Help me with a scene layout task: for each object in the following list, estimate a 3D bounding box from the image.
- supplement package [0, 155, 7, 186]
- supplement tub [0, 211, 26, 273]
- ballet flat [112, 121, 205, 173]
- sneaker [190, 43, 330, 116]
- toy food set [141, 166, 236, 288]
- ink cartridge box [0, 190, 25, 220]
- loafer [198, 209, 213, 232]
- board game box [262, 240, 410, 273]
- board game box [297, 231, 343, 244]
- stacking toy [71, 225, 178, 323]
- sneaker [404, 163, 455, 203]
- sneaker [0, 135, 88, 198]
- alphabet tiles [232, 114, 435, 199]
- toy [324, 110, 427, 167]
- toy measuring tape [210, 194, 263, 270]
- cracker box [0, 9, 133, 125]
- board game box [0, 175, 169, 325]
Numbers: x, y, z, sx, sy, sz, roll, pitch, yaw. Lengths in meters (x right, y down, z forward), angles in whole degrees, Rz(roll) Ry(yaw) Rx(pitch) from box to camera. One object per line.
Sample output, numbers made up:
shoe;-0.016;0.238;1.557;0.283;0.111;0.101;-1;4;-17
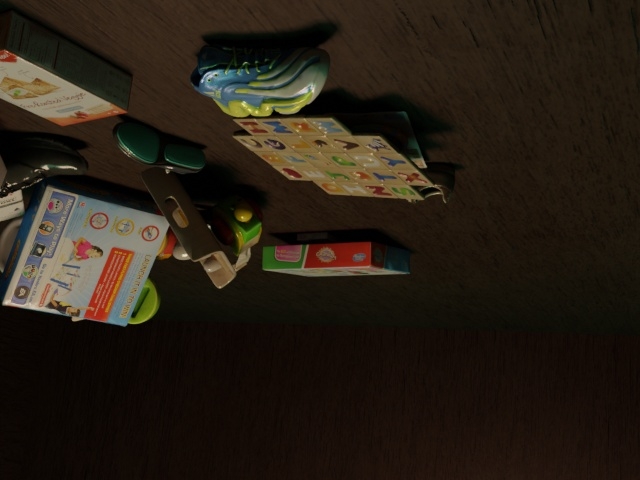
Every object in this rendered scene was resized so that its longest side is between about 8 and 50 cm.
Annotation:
supplement package;-0.664;-0.153;1.484;0.134;0.139;0.244;5;147;2
supplement tub;-0.715;0.051;2.347;0.194;0.193;0.316;-1;164;25
ballet flat;-0.310;-0.165;1.581;0.203;0.074;0.074;16;163;-43
sneaker;-0.099;-0.229;1.192;0.126;0.091;0.240;17;163;-37
toy food set;-0.288;-0.017;1.832;0.092;0.219;0.306;-32;167;-6
ink cartridge box;-0.731;-0.103;1.813;0.172;0.100;0.237;-18;173;-20
loafer;-0.230;-0.053;2.042;0.170;0.062;0.061;6;144;-19
board game box;0.044;0.052;2.240;0.317;0.064;0.242;-3;172;29
board game box;0.000;0.000;2.214;0.090;0.020;0.090;-3;164;30
stacking toy;-0.508;0.074;2.202;0.309;0.279;0.130;-3;177;17
sneaker;0.160;-0.106;1.620;0.189;0.071;0.066;-1;165;23
sneaker;-0.602;-0.140;1.673;0.287;0.130;0.109;4;166;1
alphabet tiles;0.017;-0.142;1.480;0.343;0.011;0.285;7;161;42
toy;0.101;-0.153;1.487;0.137;0.056;0.237;1;165;16
toy measuring tape;-0.201;-0.025;1.973;0.122;0.121;0.330;8;160;-8
cracker box;-0.423;-0.251;1.282;0.156;0.067;0.232;-5;162;34
board game box;-0.545;0.027;1.975;0.302;0.308;0.086;16;-162;-34
